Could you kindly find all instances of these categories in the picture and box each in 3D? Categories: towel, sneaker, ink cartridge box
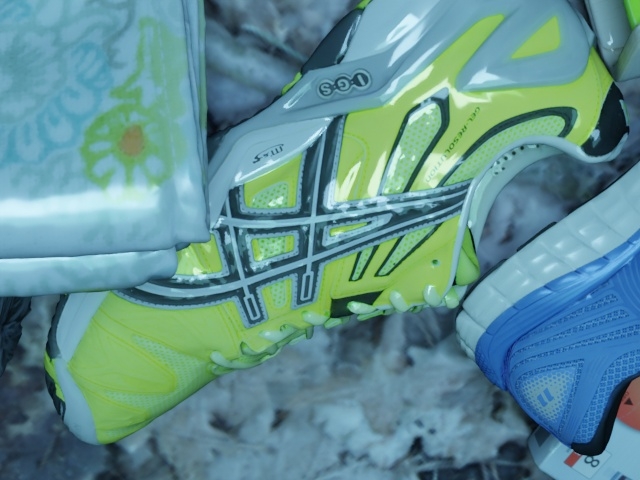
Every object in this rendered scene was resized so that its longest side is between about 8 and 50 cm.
[{"bbox_3d":[-0.238,-0.129,0.550,0.375,0.090,0.320,-2,65,-8],"label":"towel"},{"bbox_3d":[0.242,0.003,0.672,0.330,0.130,0.147,-42,72,18],"label":"sneaker"},{"bbox_3d":[0.251,0.135,0.781,0.179,0.045,0.145,34,105,-9],"label":"ink cartridge box"},{"bbox_3d":[0.000,0.000,0.658,0.385,0.145,0.147,-43,76,13],"label":"sneaker"}]

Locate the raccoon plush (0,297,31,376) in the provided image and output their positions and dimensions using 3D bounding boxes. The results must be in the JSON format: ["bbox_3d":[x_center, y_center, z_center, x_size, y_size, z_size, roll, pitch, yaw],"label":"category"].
[{"bbox_3d":[-0.374,0.147,0.740,0.299,0.216,0.446,20,77,6],"label":"raccoon plush"}]

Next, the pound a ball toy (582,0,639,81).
[{"bbox_3d":[0.292,-0.227,0.637,0.319,0.136,0.208,-15,82,4],"label":"pound a ball toy"}]
